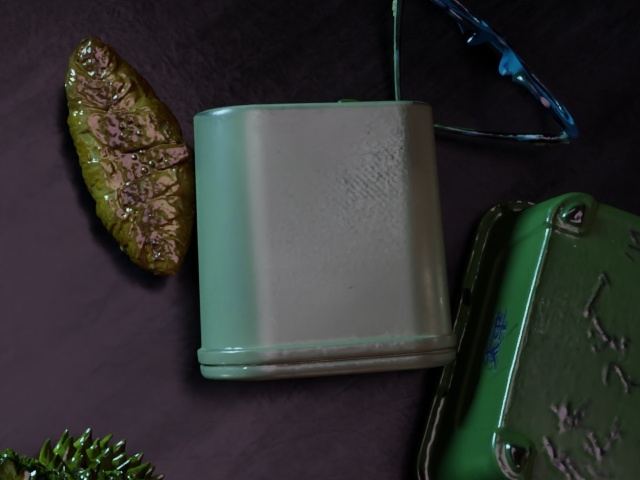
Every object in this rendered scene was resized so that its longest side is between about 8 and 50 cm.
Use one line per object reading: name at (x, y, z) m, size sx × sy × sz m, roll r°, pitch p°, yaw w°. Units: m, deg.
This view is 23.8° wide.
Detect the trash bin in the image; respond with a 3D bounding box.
trash bin at (0.000, 0.000, 1.403) m, size 0.243 × 0.121 × 0.247 m, roll -4°, pitch 89°, yaw -15°

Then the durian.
durian at (-0.190, 0.239, 1.320) m, size 0.375 × 0.106 × 0.132 m, roll 30°, pitch 82°, yaw -30°

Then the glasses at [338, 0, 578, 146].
glasses at (0.130, -0.140, 1.488) m, size 0.239 × 0.102 × 0.207 m, roll 41°, pitch 72°, yaw -4°

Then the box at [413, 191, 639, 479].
box at (0.254, 0.126, 1.428) m, size 0.252 × 0.178 × 0.329 m, roll 19°, pitch 75°, yaw -11°

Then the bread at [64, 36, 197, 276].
bread at (-0.173, -0.079, 1.414) m, size 0.105 × 0.076 × 0.233 m, roll -21°, pitch 92°, yaw -5°
